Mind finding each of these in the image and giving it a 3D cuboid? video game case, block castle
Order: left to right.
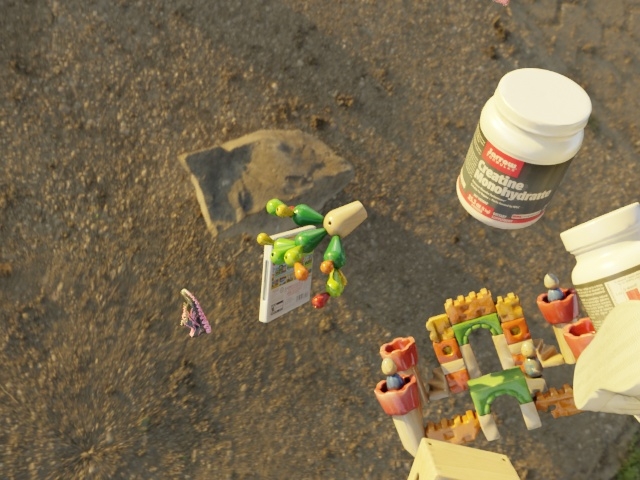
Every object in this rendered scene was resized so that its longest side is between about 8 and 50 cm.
[{"bbox_3d":[-0.079,0.078,1.471,0.227,0.026,0.207,-18,116,-62],"label":"video game case"},{"bbox_3d":[0.347,0.241,1.218,0.452,0.303,0.213,-20,97,12],"label":"block castle"}]

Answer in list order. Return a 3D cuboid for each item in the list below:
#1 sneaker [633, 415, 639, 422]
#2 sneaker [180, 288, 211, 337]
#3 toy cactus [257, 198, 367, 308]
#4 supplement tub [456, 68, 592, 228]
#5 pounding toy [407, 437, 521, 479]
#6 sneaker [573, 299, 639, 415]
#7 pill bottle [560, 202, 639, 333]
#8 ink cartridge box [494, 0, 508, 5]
[{"bbox_3d":[0.659,0.335,1.247,0.094,0.235,0.153,-31,87,-25],"label":"sneaker"},{"bbox_3d":[-0.292,0.167,1.319,0.057,0.047,0.120,-27,107,-15],"label":"sneaker"},{"bbox_3d":[0.000,0.000,1.001,0.180,0.112,0.219,-31,52,-10],"label":"toy cactus"},{"bbox_3d":[0.390,-0.172,1.150,0.190,0.272,0.191,3,50,-3],"label":"supplement tub"},{"bbox_3d":[0.141,0.369,0.798,0.205,0.094,0.181,14,104,-6],"label":"pounding toy"},{"bbox_3d":[0.426,0.155,0.706,0.169,0.293,0.108,7,67,12],"label":"sneaker"},{"bbox_3d":[0.517,0.090,0.965,0.162,0.162,0.279,-19,83,-26],"label":"pill bottle"},{"bbox_3d":[0.228,-0.374,0.661,0.067,0.198,0.115,25,26,6],"label":"ink cartridge box"}]
